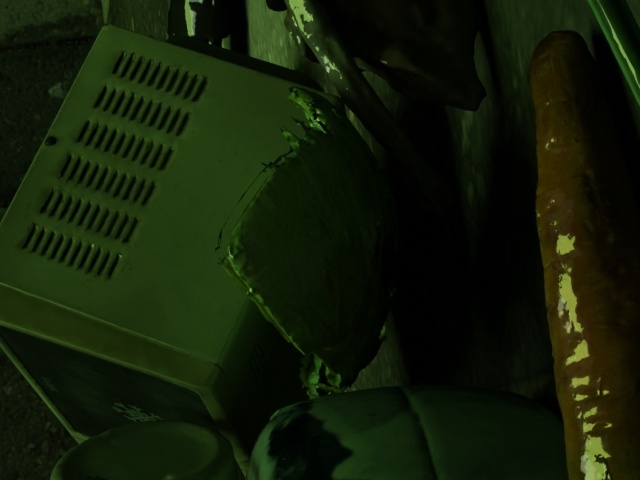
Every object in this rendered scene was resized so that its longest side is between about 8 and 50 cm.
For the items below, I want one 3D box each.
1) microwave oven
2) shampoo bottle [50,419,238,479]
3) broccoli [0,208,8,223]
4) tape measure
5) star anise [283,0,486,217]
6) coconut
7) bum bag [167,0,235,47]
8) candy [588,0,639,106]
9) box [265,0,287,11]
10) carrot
[{"bbox_3d":[-0.065,0.019,0.960,0.240,0.145,0.194,73,-145,-65],"label":"microwave oven"},{"bbox_3d":[-0.065,0.219,0.870,0.085,0.085,0.262,-123,23,-67],"label":"shampoo bottle"},{"bbox_3d":[-0.126,-0.017,1.260,0.263,0.243,0.247,-101,-4,-47],"label":"broccoli"},{"bbox_3d":[0.047,0.184,0.746,0.275,0.147,0.256,-122,28,-75],"label":"tape measure"},{"bbox_3d":[0.019,-0.133,0.808,0.209,0.089,0.231,93,167,-49],"label":"star anise"},{"bbox_3d":[0.004,0.002,0.772,0.158,0.055,0.133,34,-116,-75],"label":"coconut"},{"bbox_3d":[-0.100,-0.229,1.479,0.123,0.060,0.248,-115,21,-61],"label":"bum bag"},{"bbox_3d":[0.070,-0.112,0.602,0.083,0.091,0.305,39,-153,-63],"label":"candy"},{"bbox_3d":[-0.034,-0.234,1.201,0.126,0.027,0.125,93,166,-44],"label":"box"},{"bbox_3d":[0.095,0.014,0.626,0.047,0.047,0.191,116,146,-72],"label":"carrot"}]
